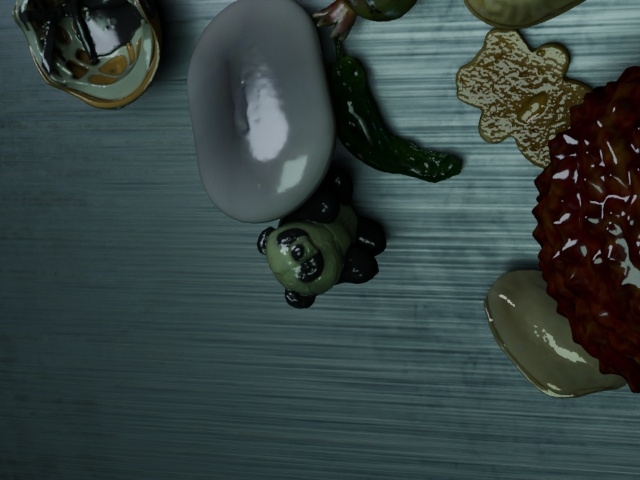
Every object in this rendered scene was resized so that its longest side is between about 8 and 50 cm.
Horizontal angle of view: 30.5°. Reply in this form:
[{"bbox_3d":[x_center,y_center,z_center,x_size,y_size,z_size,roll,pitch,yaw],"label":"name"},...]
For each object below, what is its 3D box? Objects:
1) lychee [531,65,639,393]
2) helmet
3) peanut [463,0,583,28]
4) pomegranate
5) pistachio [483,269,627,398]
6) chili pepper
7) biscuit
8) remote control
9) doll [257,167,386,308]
[{"bbox_3d":[0.480,0.000,1.374,0.500,0.424,0.424,31,115,-24],"label":"lychee"},{"bbox_3d":[-0.311,-0.307,1.662,0.198,0.130,0.224,-30,106,26],"label":"helmet"},{"bbox_3d":[0.321,-0.377,1.449,0.325,0.140,0.153,-35,77,21],"label":"peanut"},{"bbox_3d":[0.057,-0.343,1.547,0.159,0.129,0.129,-17,101,32],"label":"pomegranate"},{"bbox_3d":[0.325,0.131,1.610,0.223,0.126,0.152,31,79,11],"label":"pistachio"},{"bbox_3d":[0.072,-0.176,1.624,0.122,0.065,0.279,-37,96,10],"label":"chili pepper"},{"bbox_3d":[0.290,-0.182,1.571,0.225,0.036,0.166,37,114,0],"label":"biscuit"},{"bbox_3d":[-0.084,-0.181,1.587,0.221,0.103,0.332,-24,64,31],"label":"remote control"},{"bbox_3d":[0.001,0.001,1.611,0.135,0.234,0.143,-28,104,17],"label":"doll"}]
